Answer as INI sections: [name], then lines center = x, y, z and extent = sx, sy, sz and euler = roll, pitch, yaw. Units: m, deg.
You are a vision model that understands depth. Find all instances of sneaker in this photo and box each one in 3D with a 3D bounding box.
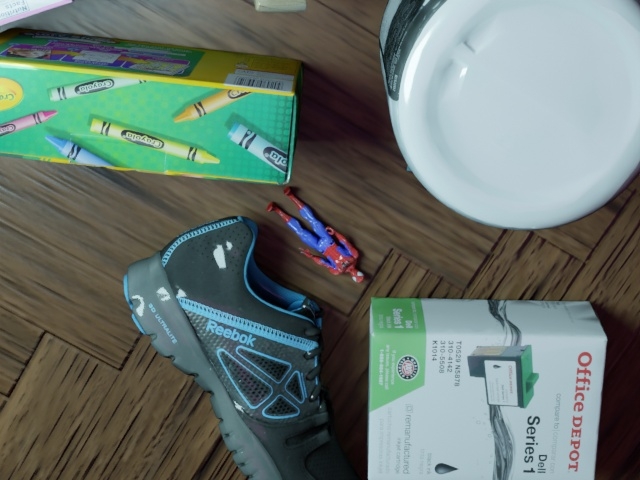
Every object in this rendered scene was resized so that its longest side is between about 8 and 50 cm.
[sneaker]
center = -0.038, 0.134, 1.126
extent = 0.139, 0.125, 0.341
euler = -33, 107, 6

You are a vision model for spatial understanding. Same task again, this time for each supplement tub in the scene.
[supplement tub]
center = 0.144, -0.141, 0.932
extent = 0.193, 0.316, 0.194
euler = 1, 109, 2

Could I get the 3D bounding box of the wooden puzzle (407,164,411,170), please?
[wooden puzzle]
center = 0.122, -0.073, 1.116
extent = 0.083, 0.006, 0.049
euler = -14, 107, 5

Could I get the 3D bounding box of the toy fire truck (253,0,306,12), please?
[toy fire truck]
center = 0.015, -0.323, 0.975
extent = 0.217, 0.158, 0.246
euler = 5, 120, -1

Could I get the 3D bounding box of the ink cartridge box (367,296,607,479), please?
[ink cartridge box]
center = 0.155, 0.144, 1.140
extent = 0.219, 0.092, 0.160
euler = 0, 108, 1

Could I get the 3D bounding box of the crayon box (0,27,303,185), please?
[crayon box]
center = -0.157, -0.119, 1.023
extent = 0.278, 0.165, 0.081
euler = 6, 108, -1

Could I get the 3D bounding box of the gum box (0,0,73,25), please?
[gum box]
center = -0.289, -0.215, 1.024
extent = 0.188, 0.107, 0.062
euler = -16, 107, 6

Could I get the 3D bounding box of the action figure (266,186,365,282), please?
[action figure]
center = 0.000, 0.000, 1.132
extent = 0.115, 0.030, 0.038
euler = 43, 99, -14
